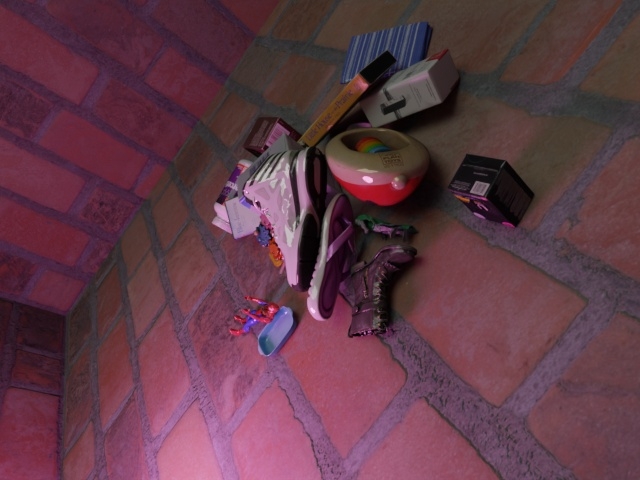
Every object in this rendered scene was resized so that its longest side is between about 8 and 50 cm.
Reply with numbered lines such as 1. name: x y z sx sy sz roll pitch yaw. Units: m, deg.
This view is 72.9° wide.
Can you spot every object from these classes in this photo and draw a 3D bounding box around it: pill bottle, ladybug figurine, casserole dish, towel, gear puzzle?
1. pill bottle: -0.358 -0.191 1.956 0.181 0.181 0.323 22 83 52
2. ladybug figurine: 0.171 -0.230 1.343 0.305 0.162 0.449 -7 28 -4
3. casserole dish: -0.145 0.316 1.491 0.188 0.037 0.114 -53 37 6
4. towel: 0.253 -0.727 1.694 0.336 0.040 0.243 4 69 30
5. gear puzzle: -0.115 0.030 1.496 0.339 0.044 0.175 40 128 26

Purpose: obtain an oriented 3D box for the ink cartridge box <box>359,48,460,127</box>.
1. ink cartridge box: 0.294 -0.500 1.444 0.272 0.114 0.197 -9 32 44

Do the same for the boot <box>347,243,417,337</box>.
1. boot: 0.174 0.151 1.217 0.263 0.091 0.229 -34 43 43

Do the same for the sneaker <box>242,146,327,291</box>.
1. sneaker: -0.116 -0.066 1.392 0.257 0.169 0.448 2 89 30

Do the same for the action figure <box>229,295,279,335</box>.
1. action figure: -0.260 0.258 1.545 0.280 0.139 0.091 -27 37 42

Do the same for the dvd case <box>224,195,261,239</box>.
1. dvd case: -0.271 -0.128 1.814 0.253 0.022 0.180 -21 74 9

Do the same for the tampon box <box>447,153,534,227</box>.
1. tampon box: 0.417 -0.121 1.062 0.120 0.161 0.101 29 88 54

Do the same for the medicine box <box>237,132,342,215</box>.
1. medicine box: -0.113 -0.197 1.599 0.263 0.289 0.149 -39 41 24

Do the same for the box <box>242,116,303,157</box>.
1. box: -0.216 -0.451 1.988 0.203 0.167 0.168 22 83 52

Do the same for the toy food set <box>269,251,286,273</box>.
1. toy food set: -0.136 0.035 1.658 0.218 0.071 0.128 53 131 53

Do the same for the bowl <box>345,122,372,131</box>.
1. bowl: 0.140 -0.371 1.633 0.142 0.053 0.142 17 78 53

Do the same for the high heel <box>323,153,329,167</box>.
1. high heel: -0.047 -0.314 1.763 0.261 0.093 0.186 -42 46 34

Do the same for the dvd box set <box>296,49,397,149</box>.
1. dvd box set: 0.079 -0.493 1.598 0.420 0.062 0.308 -38 10 42

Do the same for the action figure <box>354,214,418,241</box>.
1. action figure: 0.174 -0.042 1.336 0.232 0.137 0.064 21 94 61

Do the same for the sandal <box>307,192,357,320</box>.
1. sandal: 0.065 0.051 1.352 0.102 0.169 0.416 2 69 29
